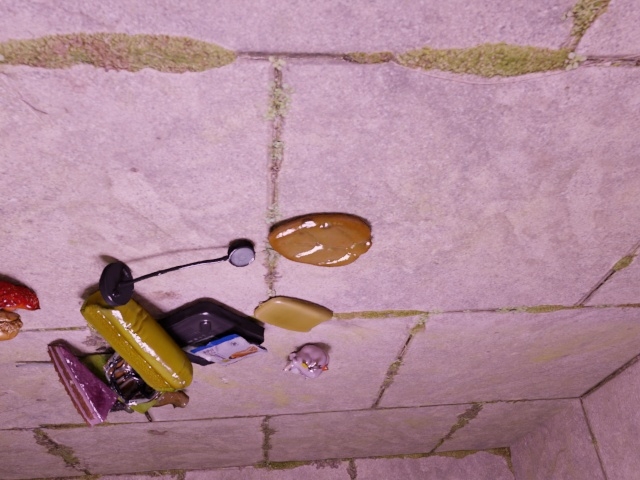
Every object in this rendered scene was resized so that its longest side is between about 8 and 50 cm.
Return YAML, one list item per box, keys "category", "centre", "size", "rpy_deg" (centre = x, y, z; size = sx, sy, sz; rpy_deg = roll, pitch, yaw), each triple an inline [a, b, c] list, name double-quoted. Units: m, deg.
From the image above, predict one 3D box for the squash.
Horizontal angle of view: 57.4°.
- category: "squash"
  centre: [-0.636, 0.422, 1.971]
  size: [0.289, 0.203, 0.111]
  rpy_deg: [44, 130, -9]

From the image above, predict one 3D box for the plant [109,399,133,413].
- category: "plant"
  centre: [-0.753, 0.623, 2.236]
  size: [0.174, 0.087, 0.085]
  rpy_deg: [17, 177, -36]

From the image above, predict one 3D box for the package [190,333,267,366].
- category: "package"
  centre: [-0.273, 0.330, 1.752]
  size: [0.171, 0.027, 0.173]
  rpy_deg: [-22, 147, 22]

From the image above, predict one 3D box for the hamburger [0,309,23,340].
- category: "hamburger"
  centre: [-0.868, 0.221, 1.544]
  size: [0.138, 0.083, 0.147]
  rpy_deg: [6, 177, -43]

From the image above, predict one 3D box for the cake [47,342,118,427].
- category: "cake"
  centre: [-0.747, 0.438, 1.838]
  size: [0.116, 0.113, 0.295]
  rpy_deg: [-17, 109, 40]

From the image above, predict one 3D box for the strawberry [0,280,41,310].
- category: "strawberry"
  centre: [-0.786, 0.147, 1.478]
  size: [0.147, 0.082, 0.187]
  rpy_deg: [3, 169, 29]

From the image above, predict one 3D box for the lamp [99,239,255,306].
- category: "lamp"
  centre: [-0.350, 0.049, 1.428]
  size: [0.371, 0.108, 0.130]
  rpy_deg: [-24, 133, 2]

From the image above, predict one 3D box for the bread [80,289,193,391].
- category: "bread"
  centre: [-0.493, 0.272, 1.615]
  size: [0.166, 0.112, 0.383]
  rpy_deg: [-9, 127, 35]

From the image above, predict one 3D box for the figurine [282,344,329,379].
- category: "figurine"
  centre: [-0.043, 0.415, 1.989]
  size: [0.137, 0.112, 0.229]
  rpy_deg: [22, 152, -24]

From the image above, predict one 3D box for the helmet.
- category: "helmet"
  centre: [-0.561, 0.406, 1.849]
  size: [0.224, 0.198, 0.130]
  rpy_deg: [-31, -175, 16]

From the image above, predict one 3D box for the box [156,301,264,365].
- category: "box"
  centre: [-0.353, 0.288, 1.767]
  size: [0.290, 0.073, 0.289]
  rpy_deg: [-24, 143, 26]

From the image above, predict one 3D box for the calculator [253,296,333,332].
- category: "calculator"
  centre: [-0.086, 0.224, 1.745]
  size: [0.236, 0.033, 0.157]
  rpy_deg: [22, 140, -33]

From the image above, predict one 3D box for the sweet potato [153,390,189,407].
- category: "sweet potato"
  centre: [-0.631, 0.580, 2.175]
  size: [0.286, 0.085, 0.112]
  rpy_deg: [9, 149, -20]

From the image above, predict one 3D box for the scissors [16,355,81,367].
- category: "scissors"
  centre: [-0.887, 0.409, 1.927]
  size: [0.212, 0.021, 0.110]
  rpy_deg: [4, 139, -13]

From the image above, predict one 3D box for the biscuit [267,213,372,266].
- category: "biscuit"
  centre: [0.000, 0.005, 1.406]
  size: [0.260, 0.041, 0.203]
  rpy_deg: [6, 146, -20]
